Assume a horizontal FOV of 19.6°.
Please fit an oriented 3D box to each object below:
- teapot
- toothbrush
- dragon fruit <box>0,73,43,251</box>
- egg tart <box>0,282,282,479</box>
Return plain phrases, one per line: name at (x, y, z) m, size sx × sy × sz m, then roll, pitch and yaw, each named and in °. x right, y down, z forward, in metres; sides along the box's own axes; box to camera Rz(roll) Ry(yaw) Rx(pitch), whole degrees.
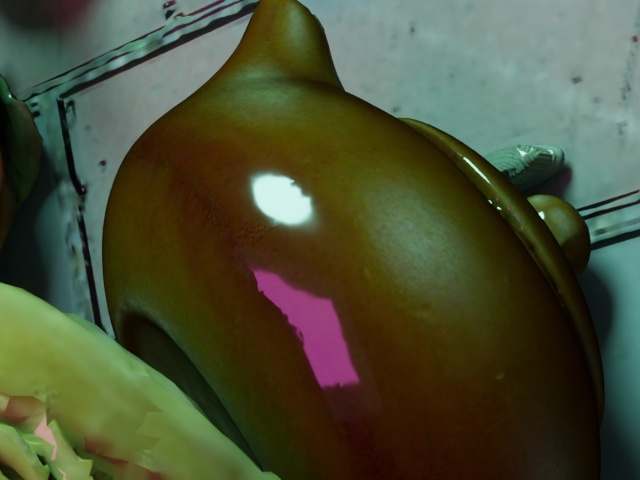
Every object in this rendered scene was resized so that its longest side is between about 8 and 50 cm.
teapot at (0.033, 0.046, 0.532) m, size 0.252 × 0.135 × 0.178 m, roll 57°, pitch 166°, yaw 2°
toothbrush at (0.001, 0.000, 0.623) m, size 0.194 × 0.017 × 0.014 m, roll -21°, pitch 72°, yaw 41°
dragon fruit at (-0.231, -0.010, 0.669) m, size 0.189 × 0.290 × 0.290 m, roll 27°, pitch 108°, yaw 33°
egg tart at (-0.169, 0.147, 0.506) m, size 0.388 × 0.388 × 0.169 m, roll -61°, pitch 18°, yaw 24°
